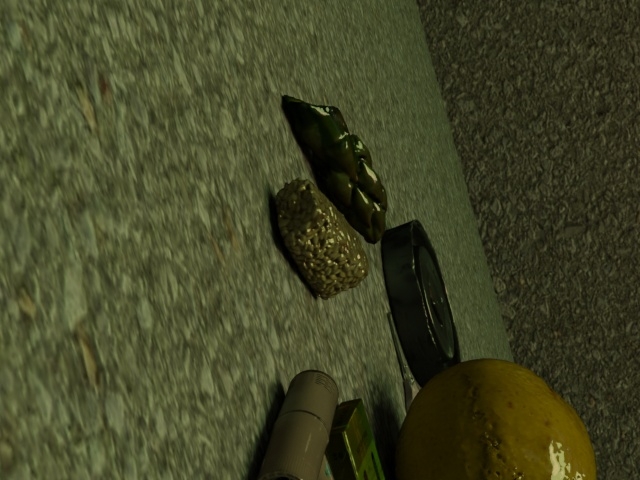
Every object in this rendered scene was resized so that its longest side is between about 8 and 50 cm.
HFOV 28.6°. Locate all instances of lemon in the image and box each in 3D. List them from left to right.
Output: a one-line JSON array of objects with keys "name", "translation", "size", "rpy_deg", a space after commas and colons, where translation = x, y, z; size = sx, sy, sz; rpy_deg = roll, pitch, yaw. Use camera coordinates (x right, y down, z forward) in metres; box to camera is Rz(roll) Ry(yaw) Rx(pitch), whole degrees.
[{"name": "lemon", "translation": [0.221, 0.284, 1.612], "size": [0.310, 0.258, 0.258], "rpy_deg": [-94, 164, -50]}]

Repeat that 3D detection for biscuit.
[{"name": "biscuit", "translation": [0.000, 0.000, 1.419], "size": [0.168, 0.070, 0.082], "rpy_deg": [54, 16, -53]}]

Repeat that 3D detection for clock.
[{"name": "clock", "translation": [0.164, 0.104, 2.025], "size": [0.280, 0.055, 0.280], "rpy_deg": [-15, 90, -77]}]

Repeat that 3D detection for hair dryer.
[{"name": "hair dryer", "translation": [-0.003, 0.261, 1.178], "size": [0.195, 0.054, 0.220], "rpy_deg": [-67, 147, -68]}]

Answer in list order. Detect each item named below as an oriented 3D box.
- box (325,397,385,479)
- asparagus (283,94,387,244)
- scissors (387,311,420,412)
[{"name": "box", "translation": [0.050, 0.284, 1.393], "size": [0.121, 0.030, 0.193], "rpy_deg": [-43, 117, -76]}, {"name": "asparagus", "translation": [0.034, -0.094, 1.645], "size": [0.080, 0.080, 0.287], "rpy_deg": [-91, 162, -47]}, {"name": "scissors", "translation": [0.128, 0.196, 1.861], "size": [0.100, 0.015, 0.189], "rpy_deg": [-5, 79, -75]}]
